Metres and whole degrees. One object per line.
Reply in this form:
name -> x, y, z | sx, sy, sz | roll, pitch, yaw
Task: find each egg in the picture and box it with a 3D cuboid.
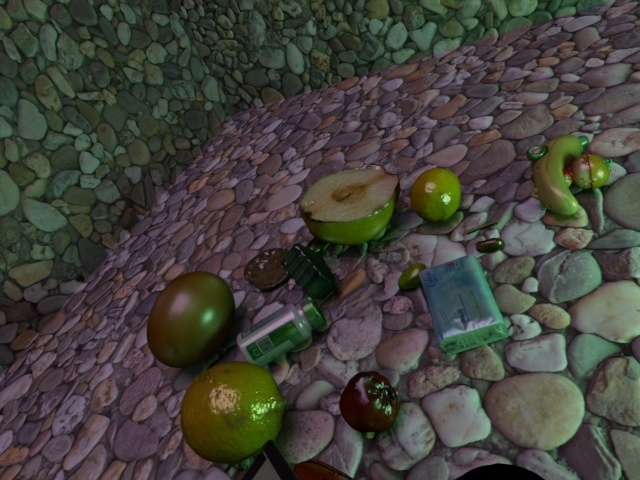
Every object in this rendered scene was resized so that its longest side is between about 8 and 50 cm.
egg -> -0.454, 0.275, 1.555 | 0.282, 0.283, 0.351 | 2, 49, 39

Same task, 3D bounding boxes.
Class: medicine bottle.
medicine bottle -> -0.121, 0.289, 1.414 | 0.274, 0.133, 0.133 | -32, 35, 1

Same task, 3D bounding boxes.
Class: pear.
pear -> 0.120, -0.110, 1.657 | 0.386, 0.191, 0.340 | -25, 40, -15

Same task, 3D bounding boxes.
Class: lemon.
lemon -> 0.401, -0.158, 1.530 | 0.180, 0.181, 0.193 | -13, 16, 25
lemon -> -0.231, 0.456, 1.184 | 0.310, 0.258, 0.258 | -16, 38, 25

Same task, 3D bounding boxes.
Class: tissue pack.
tissue pack -> 0.384, 0.167, 1.214 | 0.177, 0.089, 0.263 | -22, 35, 17

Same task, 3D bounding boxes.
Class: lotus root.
lotus root -> 0.517, 0.016, 1.342 | 0.083, 0.037, 0.030 | -14, 42, 23

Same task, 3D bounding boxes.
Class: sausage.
sausage -> 0.066, 0.571, 0.955 | 0.330, 0.102, 0.102 | 7, 51, 44

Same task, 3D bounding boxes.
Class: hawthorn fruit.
hawthorn fruit -> 0.113, 0.409, 1.101 | 0.172, 0.148, 0.148 | -43, 25, 36

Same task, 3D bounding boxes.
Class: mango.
mango -> 0.289, 0.115, 1.384 | 0.108, 0.056, 0.073 | -39, 29, 12

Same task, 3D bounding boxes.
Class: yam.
yam -> 0.522, -0.043, 1.431 | 0.107, 0.014, 0.014 | -22, 36, 15

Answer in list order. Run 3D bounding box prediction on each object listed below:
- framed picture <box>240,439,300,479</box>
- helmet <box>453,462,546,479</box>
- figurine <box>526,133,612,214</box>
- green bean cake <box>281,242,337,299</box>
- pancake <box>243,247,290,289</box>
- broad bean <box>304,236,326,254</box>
framed picture -> -0.157, 0.678, 0.996 | 0.347, 0.016, 0.265 | -53, 38, -6
helmet -> 0.284, 0.564, 0.709 | 0.338, 0.197, 0.271 | -42, 28, -25
figurine -> 0.767, -0.207, 1.359 | 0.222, 0.124, 0.325 | -7, 45, 27
green bean cake -> -0.021, 0.120, 1.551 | 0.107, 0.193, 0.208 | -49, 58, 7
pancake -> -0.202, 0.112, 1.774 | 0.236, 0.042, 0.222 | 6, 45, 37
broad bean -> 0.000, 0.000, 1.738 | 0.077, 0.061, 0.339 | -2, 43, 52
